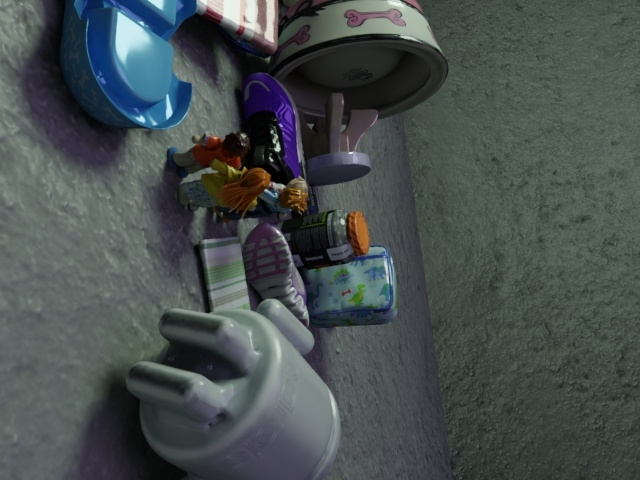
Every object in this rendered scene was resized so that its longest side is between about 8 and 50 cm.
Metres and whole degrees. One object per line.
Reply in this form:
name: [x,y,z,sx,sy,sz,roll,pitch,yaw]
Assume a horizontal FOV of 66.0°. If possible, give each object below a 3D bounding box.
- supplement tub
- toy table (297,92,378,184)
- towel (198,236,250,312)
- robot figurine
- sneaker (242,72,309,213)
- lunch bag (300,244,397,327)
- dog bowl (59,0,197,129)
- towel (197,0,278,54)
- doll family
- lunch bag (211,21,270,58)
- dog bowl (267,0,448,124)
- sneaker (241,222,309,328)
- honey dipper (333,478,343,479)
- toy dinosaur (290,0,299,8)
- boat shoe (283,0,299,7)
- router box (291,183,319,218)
supplement tub: [0.000,0.000,1.041,0.117,0.190,0.117,-10,90,-69]
toy table: [0.022,-0.228,1.162,0.274,0.252,0.161,167,-82,-67]
towel: [-0.162,0.071,0.829,0.113,0.023,0.152,-9,91,-67]
robot figurine: [-0.096,0.229,0.662,0.300,0.199,0.353,-63,142,-28]
sneaker: [-0.101,-0.191,0.994,0.146,0.102,0.293,-46,123,-65]
lunch bag: [0.061,0.101,1.114,0.090,0.219,0.176,62,27,-53]
dog bowl: [-0.248,-0.283,0.644,0.166,0.074,0.297,19,69,-59]
towel: [-0.199,-0.484,0.829,0.329,0.037,0.237,11,74,-48]
doll family: [-0.112,-0.072,0.791,0.263,0.163,0.118,30,56,-56]
lunch bag: [-0.151,-0.464,1.003,0.151,0.096,0.129,28,53,-52]
dog bowl: [0.071,-0.408,1.116,0.408,0.408,0.150,17,65,-67]
sneaker: [-0.081,0.065,0.954,0.104,0.095,0.236,-77,155,-60]
honey dipper: [0.054,0.619,1.115,0.030,0.030,0.161,-36,116,-68]
toy dinosaur: [-0.073,-0.508,1.286,0.118,0.064,0.268,59,38,-53]
boat shoe: [-0.074,-0.681,1.296,0.305,0.109,0.091,-32,115,-64]
router box: [-0.037,-0.077,1.198,0.092,0.038,0.123,-11,91,-70]
